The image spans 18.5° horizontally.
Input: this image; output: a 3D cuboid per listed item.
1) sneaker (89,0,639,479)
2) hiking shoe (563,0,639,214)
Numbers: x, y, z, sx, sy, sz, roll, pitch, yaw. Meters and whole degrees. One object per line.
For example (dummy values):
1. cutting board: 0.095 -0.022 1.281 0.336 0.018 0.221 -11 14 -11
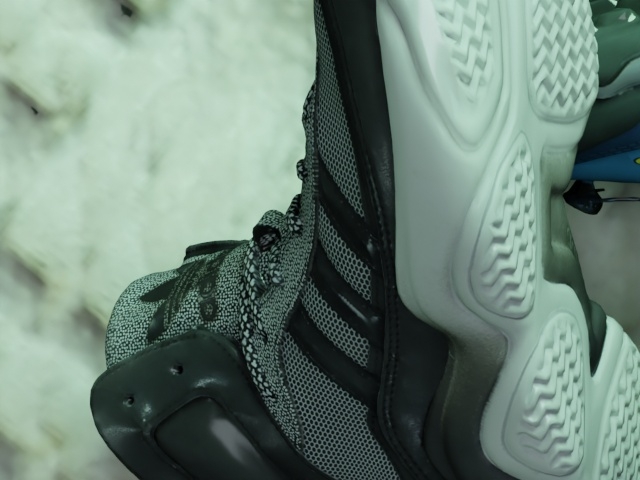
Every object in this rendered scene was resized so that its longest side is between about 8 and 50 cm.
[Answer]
1. sneaker: 0.000 0.000 0.554 0.153 0.101 0.269 0 124 26
2. hiking shoe: 0.181 -0.028 0.603 0.304 0.113 0.132 -7 101 5
